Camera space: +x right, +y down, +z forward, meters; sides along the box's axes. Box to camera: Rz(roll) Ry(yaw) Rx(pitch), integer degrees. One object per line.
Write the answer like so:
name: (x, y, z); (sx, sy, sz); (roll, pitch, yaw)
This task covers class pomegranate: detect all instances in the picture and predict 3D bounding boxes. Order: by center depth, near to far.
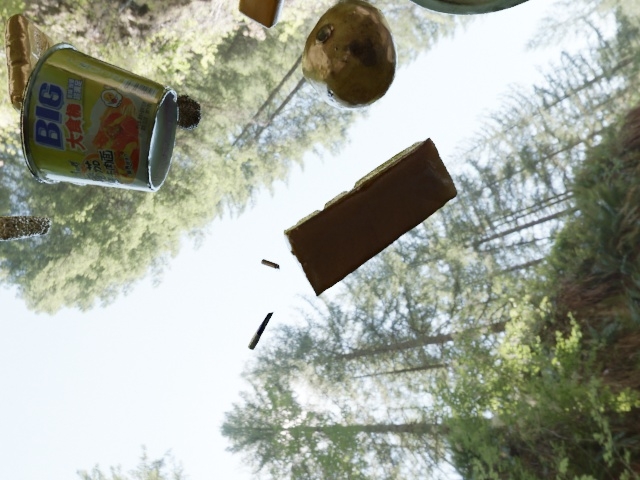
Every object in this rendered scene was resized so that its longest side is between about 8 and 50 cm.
pomegranate: (0.087, -0.518, 1.132); (0.281, 0.281, 0.282); (15, -117, -33)

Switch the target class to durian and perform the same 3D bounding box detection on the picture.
durian: (-0.311, -0.285, 0.906); (0.091, 0.080, 0.080); (-32, -87, -2)

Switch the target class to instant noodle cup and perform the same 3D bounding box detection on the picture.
instant noodle cup: (-0.305, -0.168, 0.592); (0.152, 0.205, 0.205); (10, -116, -11)

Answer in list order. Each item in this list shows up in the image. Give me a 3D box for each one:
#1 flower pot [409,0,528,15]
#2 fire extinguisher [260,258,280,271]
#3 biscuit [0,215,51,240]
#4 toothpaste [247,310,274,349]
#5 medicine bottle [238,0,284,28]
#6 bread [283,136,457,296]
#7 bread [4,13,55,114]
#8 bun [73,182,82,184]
flower pot: (0.180, -0.398, 0.397); (0.307, 0.307, 0.244); (11, -93, -34)
fire extinguisher: (-0.162, 0.083, 1.327); (0.022, 0.083, 0.028); (13, -88, -55)
biscuit: (-0.872, -0.040, 1.166); (0.081, 0.168, 0.071); (6, -84, 3)
toothpaste: (-0.109, 0.164, 0.732); (0.015, 0.083, 0.024); (35, -168, 22)
medicine bottle: (-0.201, -0.907, 1.440); (0.149, 0.222, 0.112); (28, -124, -3)
bread: (0.097, -0.052, 0.791); (0.361, 0.077, 0.138); (-34, -73, -13)
bread: (-0.794, -0.463, 1.100); (0.142, 0.091, 0.306); (43, -150, -70)
bun: (-0.794, -0.255, 1.261); (0.166, 0.173, 0.114); (28, -108, -29)
